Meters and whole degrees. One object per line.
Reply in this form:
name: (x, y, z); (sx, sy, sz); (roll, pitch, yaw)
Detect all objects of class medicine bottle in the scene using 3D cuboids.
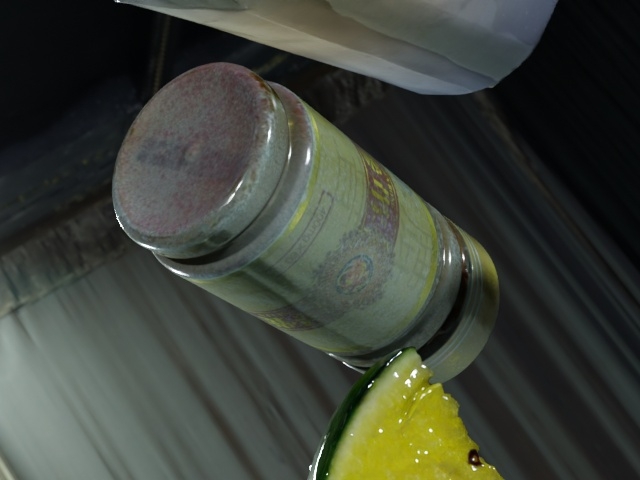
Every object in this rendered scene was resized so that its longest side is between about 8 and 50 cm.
medicine bottle: (0.000, 0.000, 0.858); (0.151, 0.151, 0.322); (-39, -40, 15)

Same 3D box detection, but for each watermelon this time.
watermelon: (0.041, 0.142, 0.431); (0.092, 0.181, 0.075); (-29, 4, 22)

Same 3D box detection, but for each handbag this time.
handbag: (0.015, -0.115, 0.366); (0.095, 0.117, 0.173); (-12, -15, 38)
